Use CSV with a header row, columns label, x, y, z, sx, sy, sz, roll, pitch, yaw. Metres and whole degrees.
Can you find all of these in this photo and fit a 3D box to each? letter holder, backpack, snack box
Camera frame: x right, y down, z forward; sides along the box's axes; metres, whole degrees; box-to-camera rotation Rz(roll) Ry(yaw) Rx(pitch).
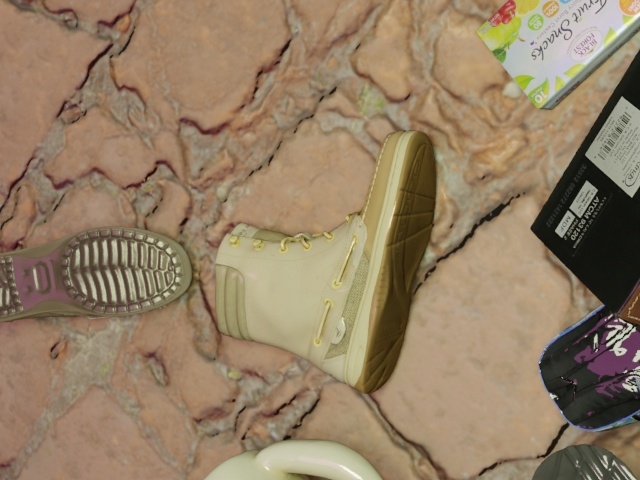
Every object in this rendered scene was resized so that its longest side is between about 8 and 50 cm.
label,x,y,z,sx,sy,sz,roll,pitch,yaw
letter holder,0.361,-0.071,1.137,0.302,0.214,0.152,-61,33,17
backpack,0.262,0.115,1.216,0.114,0.084,0.105,-33,73,21
snack box,0.228,-0.203,1.257,0.141,0.037,0.100,-44,72,23

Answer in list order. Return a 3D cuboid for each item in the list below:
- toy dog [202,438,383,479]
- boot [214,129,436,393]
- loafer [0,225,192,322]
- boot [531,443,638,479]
label,x,y,z,sx,sy,sz,roll,pitch,yaw
toy dog,-0.025,0.430,1.312,0.395,0.284,0.408,-38,74,6
boot,0.000,0.000,1.363,0.203,0.095,0.262,18,104,29
loafer,-0.265,0.038,1.518,0.268,0.092,0.102,-4,90,14
boot,0.284,0.332,1.138,0.118,0.223,0.338,-24,67,-3
